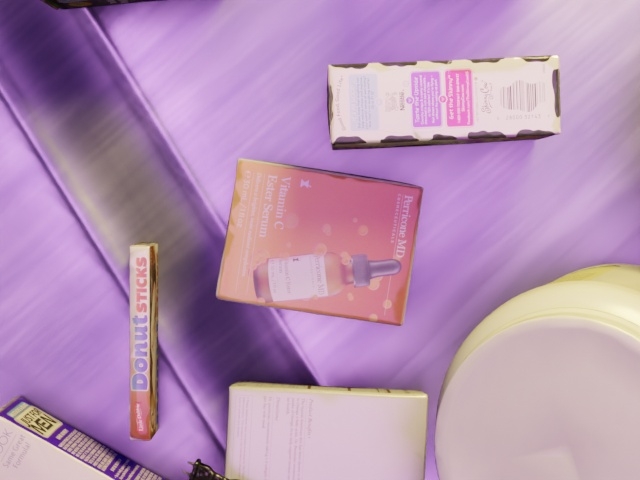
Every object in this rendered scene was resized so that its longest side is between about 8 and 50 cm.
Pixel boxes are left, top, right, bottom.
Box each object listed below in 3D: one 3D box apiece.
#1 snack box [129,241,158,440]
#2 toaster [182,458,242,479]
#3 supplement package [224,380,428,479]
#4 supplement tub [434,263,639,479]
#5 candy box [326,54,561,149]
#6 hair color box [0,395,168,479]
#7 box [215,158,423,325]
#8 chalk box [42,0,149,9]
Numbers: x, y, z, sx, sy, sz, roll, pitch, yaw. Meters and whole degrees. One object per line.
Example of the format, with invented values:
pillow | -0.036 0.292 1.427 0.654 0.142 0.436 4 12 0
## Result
snack box | -0.163 0.092 1.399 0.022 0.064 0.178 0 93 0
toaster | -0.059 0.305 1.262 0.227 0.129 0.146 34 99 13
supplement package | 0.005 0.185 1.379 0.179 0.105 0.105 3 87 0
supplement tub | 0.229 0.144 1.245 0.235 0.325 0.236 1 93 19
candy box | 0.104 -0.120 1.338 0.196 0.165 0.070 -3 92 0
hair color box | -0.186 0.309 1.389 0.338 0.110 0.185 29 94 1
box | 0.000 0.000 1.381 0.170 0.091 0.130 8 92 1
chalk box | -0.195 -0.282 1.351 0.213 0.132 0.132 -5 93 0
